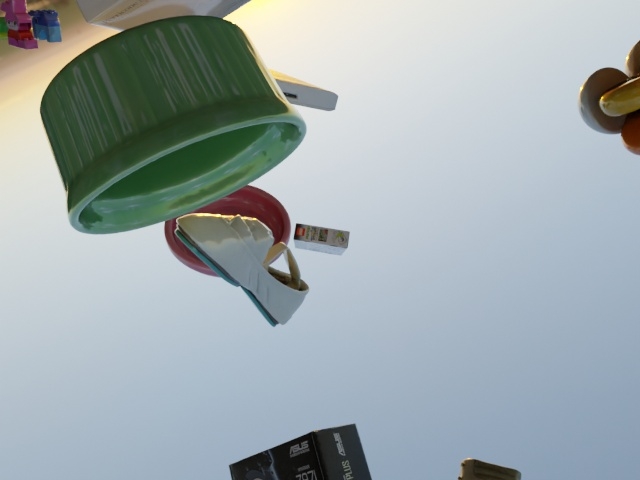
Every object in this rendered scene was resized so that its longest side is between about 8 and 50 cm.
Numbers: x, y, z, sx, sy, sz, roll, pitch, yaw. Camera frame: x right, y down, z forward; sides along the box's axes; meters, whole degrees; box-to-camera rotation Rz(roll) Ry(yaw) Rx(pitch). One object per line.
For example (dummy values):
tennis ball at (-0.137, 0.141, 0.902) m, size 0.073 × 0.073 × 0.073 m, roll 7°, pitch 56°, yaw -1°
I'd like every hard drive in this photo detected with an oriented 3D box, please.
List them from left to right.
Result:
hard drive at (-0.127, -0.318, 1.256) m, size 0.203 × 0.040 × 0.307 m, roll 4°, pitch -161°, yaw -32°

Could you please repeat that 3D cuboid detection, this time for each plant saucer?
plant saucer at (-0.244, -0.018, 1.697) m, size 0.332 × 0.084 × 0.332 m, roll 3°, pitch -134°, yaw -3°

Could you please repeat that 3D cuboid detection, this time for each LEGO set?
LEGO set at (-0.460, -0.350, 0.947) m, size 0.227 × 0.093 × 0.087 m, roll 22°, pitch -150°, yaw 34°

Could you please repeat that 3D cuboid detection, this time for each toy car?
toy car at (0.385, -0.155, 0.674) m, size 0.182 × 0.136 × 0.159 m, roll -35°, pitch -174°, yaw -16°

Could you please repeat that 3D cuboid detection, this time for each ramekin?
ramekin at (-0.183, -0.137, 0.781) m, size 0.303 × 0.148 × 0.303 m, roll -25°, pitch 175°, yaw -2°

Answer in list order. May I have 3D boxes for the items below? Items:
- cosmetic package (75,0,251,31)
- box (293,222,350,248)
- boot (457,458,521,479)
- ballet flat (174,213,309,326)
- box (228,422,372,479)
cosmetic package at (-0.173, -0.369, 0.803) m, size 0.224 × 0.138 × 0.224 m, roll -24°, pitch -179°, yaw 19°
box at (0.000, 0.000, 1.391) m, size 0.114 × 0.036 × 0.207 m, roll 10°, pitch 174°, yaw -1°
boot at (0.216, 0.440, 1.033) m, size 0.213 × 0.077 × 0.165 m, roll -8°, pitch -135°, yaw 30°
ballet flat at (-0.126, 0.034, 1.182) m, size 0.139 × 0.400 × 0.139 m, roll -10°, pitch -121°, yaw 16°
box at (-0.020, 0.325, 0.791) m, size 0.077 × 0.147 × 0.180 m, roll 5°, pitch 151°, yaw -44°
